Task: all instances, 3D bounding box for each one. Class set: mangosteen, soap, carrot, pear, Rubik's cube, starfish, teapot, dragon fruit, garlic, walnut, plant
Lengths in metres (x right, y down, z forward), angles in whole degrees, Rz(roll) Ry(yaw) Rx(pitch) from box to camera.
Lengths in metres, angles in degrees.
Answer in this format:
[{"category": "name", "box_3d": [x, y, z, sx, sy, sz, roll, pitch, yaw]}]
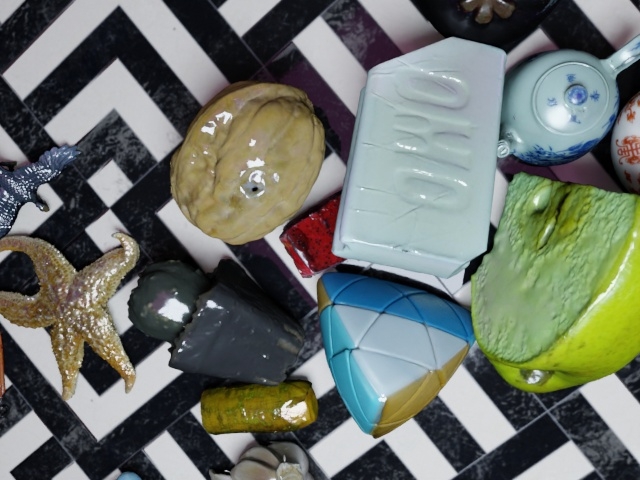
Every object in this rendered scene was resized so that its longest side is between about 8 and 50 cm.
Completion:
[{"category": "mangosteen", "box_3d": [0.210, -0.373, 0.719, 0.242, 0.243, 0.243, 1, 95, 8]}, {"category": "soap", "box_3d": [0.125, -0.108, 0.710, 0.172, 0.095, 0.290, 12, 73, -3]}, {"category": "carrot", "box_3d": [-0.091, 0.254, 0.877, 0.173, 0.082, 0.082, -7, 94, 15]}, {"category": "pear", "box_3d": [0.322, 0.069, 0.717, 0.176, 0.286, 0.282, 19, 98, -14]}, {"category": "Rubik's cube", "box_3d": [0.062, 0.142, 0.773, 0.254, 0.254, 0.255, 1, 95, 8]}, {"category": "starfish", "box_3d": [-0.407, 0.120, 0.918, 0.299, 0.060, 0.302, -18, 93, 7]}, {"category": "teapot", "box_3d": [0.456, -0.113, 0.746, 0.245, 0.116, 0.159, 31, 64, -19]}, {"category": "dragon fruit", "box_3d": [0.000, 0.000, 0.837, 0.147, 0.096, 0.102, -27, 87, -32]}, {"category": "garlic", "box_3d": [-0.094, 0.380, 0.881, 0.194, 0.127, 0.131, -17, 73, 35]}, {"category": "walnut", "box_3d": [-0.097, -0.106, 0.788, 0.198, 0.198, 0.245, 38, 100, 3]}, {"category": "plant", "box_3d": [-0.149, 0.112, 0.833, 0.256, 0.164, 0.142, 26, 102, -11]}, {"category": "teapot", "box_3d": [0.316, -0.179, 0.744, 0.232, 0.159, 0.159, -37, 89, 10]}]

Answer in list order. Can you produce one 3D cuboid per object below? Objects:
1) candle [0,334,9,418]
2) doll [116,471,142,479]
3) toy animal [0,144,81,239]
[{"category": "candle", "box_3d": [-0.540, 0.216, 0.964, 0.026, 0.021, 0.167, 3, 98, 34]}, {"category": "doll", "box_3d": [-0.238, 0.552, 0.844, 0.376, 0.187, 0.366, 1, 91, 21]}, {"category": "toy animal", "box_3d": [-0.474, -0.082, 0.905, 0.220, 0.062, 0.108, -45, 88, -2]}]
